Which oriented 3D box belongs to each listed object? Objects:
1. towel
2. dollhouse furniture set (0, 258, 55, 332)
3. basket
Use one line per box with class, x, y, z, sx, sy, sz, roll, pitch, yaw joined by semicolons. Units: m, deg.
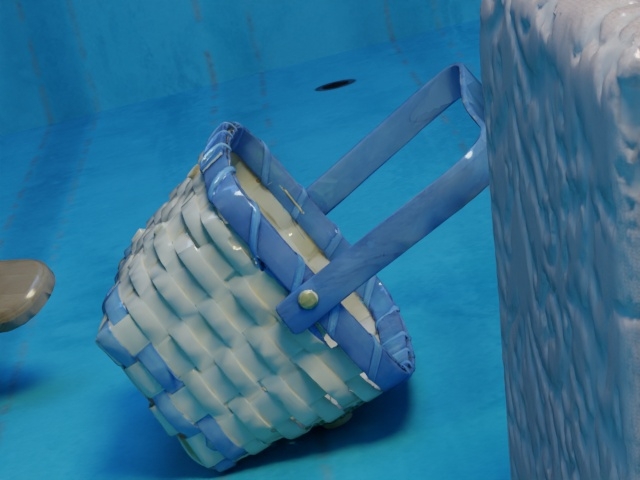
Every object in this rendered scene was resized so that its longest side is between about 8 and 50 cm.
towel;0.128;0.034;0.903;0.053;0.317;0.332;-7;15;-4
dollhouse furniture set;-0.367;0.036;1.333;0.256;0.362;0.394;-4;45;39
basket;0.000;0.000;1.324;0.289;0.201;0.255;-43;10;12
